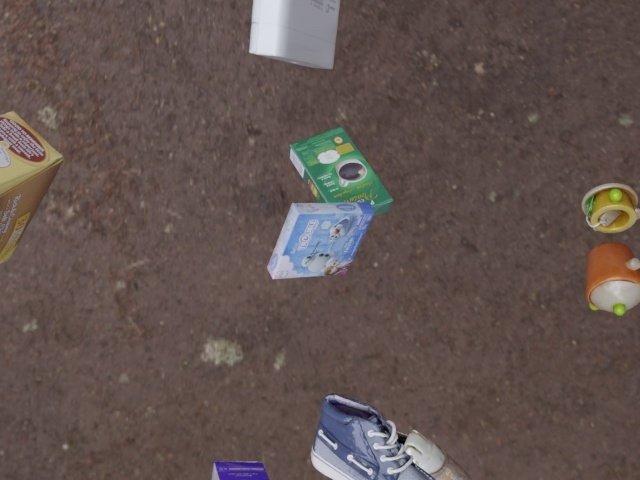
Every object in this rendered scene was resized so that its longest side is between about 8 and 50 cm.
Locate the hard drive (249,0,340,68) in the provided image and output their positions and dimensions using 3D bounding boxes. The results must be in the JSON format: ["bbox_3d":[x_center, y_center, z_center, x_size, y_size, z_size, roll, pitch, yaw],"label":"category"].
[{"bbox_3d":[-0.014,-0.394,1.088,0.047,0.233,0.352,9,99,16],"label":"hard drive"}]

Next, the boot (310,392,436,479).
[{"bbox_3d":[0.071,0.243,1.003,0.190,0.069,0.086,19,113,29],"label":"boot"}]

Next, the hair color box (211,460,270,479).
[{"bbox_3d":[-0.130,0.560,1.610,0.110,0.339,0.185,4,105,-18],"label":"hair color box"}]

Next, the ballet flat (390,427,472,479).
[{"bbox_3d":[0.139,0.400,1.711,0.316,0.107,0.106,15,130,16],"label":"ballet flat"}]

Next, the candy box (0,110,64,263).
[{"bbox_3d":[-0.423,-0.005,0.912,0.087,0.316,0.183,43,124,5],"label":"candy box"}]

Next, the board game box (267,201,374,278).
[{"bbox_3d":[0.000,0.000,0.924,0.090,0.020,0.090,-2,134,-29],"label":"board game box"}]

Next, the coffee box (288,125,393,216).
[{"bbox_3d":[0.033,-0.110,1.582,0.113,0.184,0.040,-23,153,-21],"label":"coffee box"}]

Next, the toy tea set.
[{"bbox_3d":[0.511,0.008,1.408,0.200,0.124,0.336,-7,140,15],"label":"toy tea set"}]
